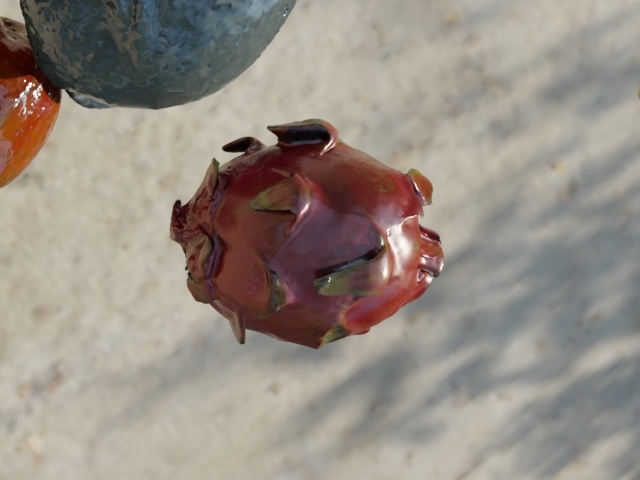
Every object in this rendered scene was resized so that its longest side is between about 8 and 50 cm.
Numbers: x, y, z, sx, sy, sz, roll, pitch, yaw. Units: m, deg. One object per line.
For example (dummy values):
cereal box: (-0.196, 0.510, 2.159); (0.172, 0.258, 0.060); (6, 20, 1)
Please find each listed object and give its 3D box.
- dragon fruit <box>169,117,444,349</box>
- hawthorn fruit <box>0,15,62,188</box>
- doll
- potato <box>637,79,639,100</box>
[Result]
dragon fruit: (0.000, 0.000, 1.139); (0.166, 0.133, 0.136); (12, 91, -26)
hawthorn fruit: (-0.222, -0.091, 1.205); (0.128, 0.128, 0.128); (-30, 151, -18)
doll: (-0.115, -0.207, 1.073); (0.246, 0.158, 0.340); (-20, 143, 14)
potato: (0.329, -0.093, 1.495); (0.149, 0.120, 0.081); (18, 108, -17)
